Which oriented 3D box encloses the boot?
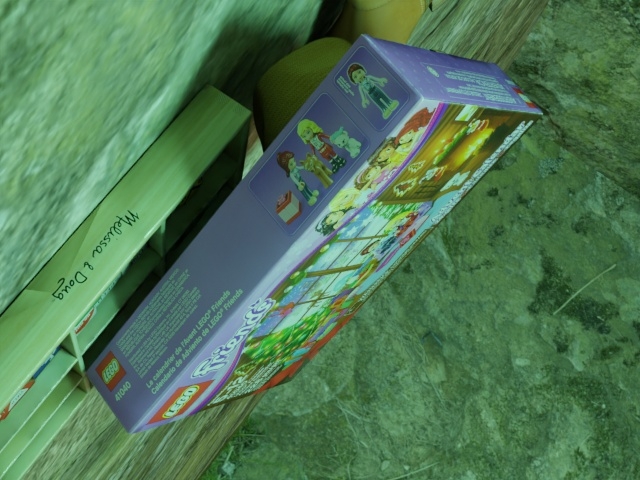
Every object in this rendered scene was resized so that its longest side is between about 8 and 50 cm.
[{"bbox_3d":[0.033,-0.175,0.809,0.197,0.073,0.152,-53,166,-1],"label":"boot"}]

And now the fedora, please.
[{"bbox_3d":[0.007,-0.085,0.765,0.194,0.079,0.194,-37,162,-14],"label":"fedora"}]

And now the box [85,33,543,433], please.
[{"bbox_3d":[0.000,0.000,0.726,0.293,0.057,0.201,-49,160,24],"label":"box"}]

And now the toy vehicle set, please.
[{"bbox_3d":[-0.142,0.037,0.711,0.267,0.035,0.166,-52,173,-21],"label":"toy vehicle set"}]
